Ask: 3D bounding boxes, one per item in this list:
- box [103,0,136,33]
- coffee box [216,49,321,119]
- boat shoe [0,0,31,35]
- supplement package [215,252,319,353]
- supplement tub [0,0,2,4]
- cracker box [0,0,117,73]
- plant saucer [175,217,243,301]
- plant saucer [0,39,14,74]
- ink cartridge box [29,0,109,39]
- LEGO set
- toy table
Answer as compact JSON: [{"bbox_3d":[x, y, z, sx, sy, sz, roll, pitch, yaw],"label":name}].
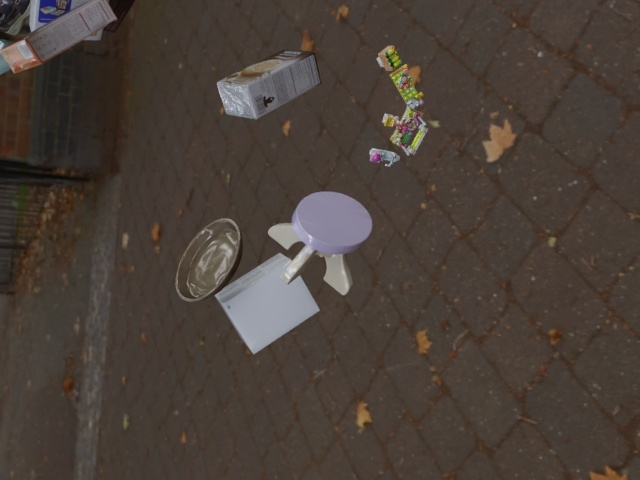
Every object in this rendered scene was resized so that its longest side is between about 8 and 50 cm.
[{"bbox_3d":[-0.639,-0.706,1.832,0.167,0.203,0.168,-37,64,39],"label":"box"},{"bbox_3d":[-0.136,-0.428,1.808,0.141,0.246,0.098,19,135,43],"label":"coffee box"},{"bbox_3d":[-0.828,-0.642,1.772,0.285,0.092,0.102,-24,81,50],"label":"boat shoe"},{"bbox_3d":[-0.174,0.202,2.171,0.204,0.262,0.145,61,168,-17],"label":"supplement package"},{"bbox_3d":[-0.775,-0.479,1.215,0.207,0.338,0.207,-32,48,44],"label":"supplement tub"},{"bbox_3d":[-0.613,-0.483,1.559,0.156,0.232,0.067,2,129,44],"label":"cracker box"},{"bbox_3d":[-0.327,0.062,1.991,0.278,0.041,0.278,-26,47,31],"label":"plant saucer"},{"bbox_3d":[-0.900,-0.498,1.796,0.037,0.195,0.195,78,169,-46],"label":"plant saucer"},{"bbox_3d":[-0.607,-0.636,1.635,0.371,0.176,0.069,-44,61,54],"label":"ink cartridge box"},{"bbox_3d":[0.196,-0.307,1.574,0.107,0.132,0.287,-105,16,-61],"label":"LEGO set"},{"bbox_3d":[0.000,0.000,1.613,0.252,0.274,0.161,45,124,20],"label":"toy table"}]
